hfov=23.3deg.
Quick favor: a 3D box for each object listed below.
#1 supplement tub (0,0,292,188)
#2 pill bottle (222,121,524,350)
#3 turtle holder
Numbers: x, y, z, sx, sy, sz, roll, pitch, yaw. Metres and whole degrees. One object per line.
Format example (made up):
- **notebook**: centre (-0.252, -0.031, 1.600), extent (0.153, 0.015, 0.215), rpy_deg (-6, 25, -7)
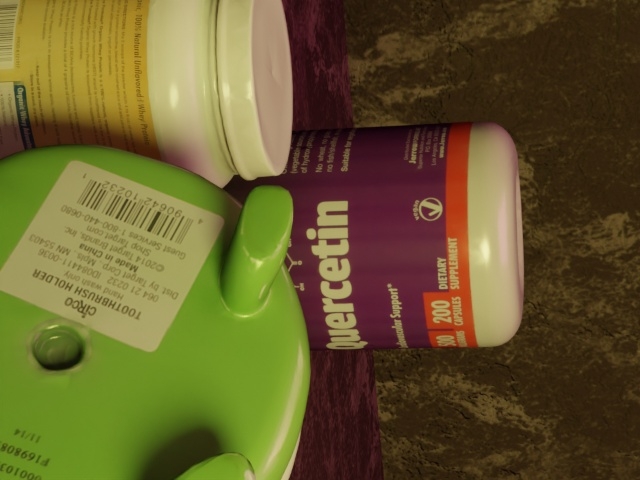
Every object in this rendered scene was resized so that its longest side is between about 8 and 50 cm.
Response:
- **supplement tub**: centre (-0.125, -0.094, 0.925), extent (0.144, 0.200, 0.144), rpy_deg (-2, 90, -80)
- **pill bottle**: centre (0.000, 0.000, 1.258), extent (0.181, 0.323, 0.181), rpy_deg (-3, 90, -80)
- **turtle holder**: centre (-0.126, 0.120, 0.773), extent (0.227, 0.243, 0.320), rpy_deg (102, -18, -57)
